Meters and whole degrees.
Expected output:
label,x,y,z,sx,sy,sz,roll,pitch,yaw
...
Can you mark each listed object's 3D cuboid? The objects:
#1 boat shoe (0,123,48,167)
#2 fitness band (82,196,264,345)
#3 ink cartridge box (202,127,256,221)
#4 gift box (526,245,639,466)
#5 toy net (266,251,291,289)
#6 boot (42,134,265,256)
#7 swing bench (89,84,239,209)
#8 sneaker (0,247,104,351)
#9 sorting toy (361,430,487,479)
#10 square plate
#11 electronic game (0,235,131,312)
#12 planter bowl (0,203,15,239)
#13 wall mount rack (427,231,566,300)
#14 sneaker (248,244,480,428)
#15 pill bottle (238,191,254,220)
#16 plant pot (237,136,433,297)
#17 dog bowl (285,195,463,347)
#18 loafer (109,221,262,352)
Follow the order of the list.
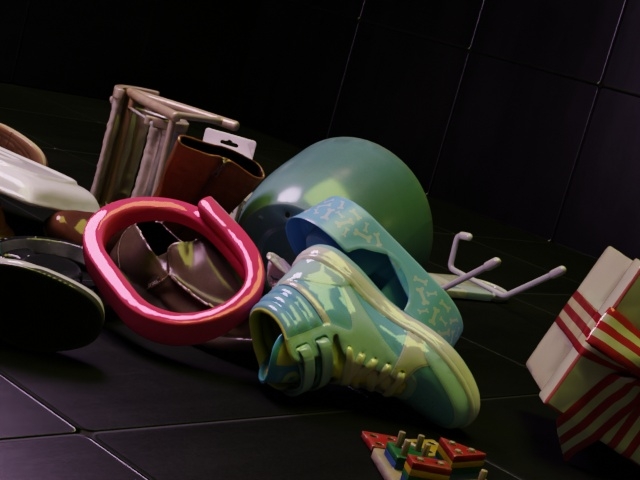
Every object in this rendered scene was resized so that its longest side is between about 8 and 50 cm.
label,x,y,z,sx,sy,sz,roll,pitch,yaw
boat shoe,-0.652,-0.179,2.371,0.342,0.123,0.123,13,9,24
fitness band,-0.200,0.032,1.656,0.209,0.054,0.291,-22,46,-25
ink cartridge box,-0.207,-0.116,2.455,0.115,0.198,0.067,15,10,1
gift box,0.439,0.189,1.654,0.255,0.276,0.258,29,6,-1
toy net,-0.003,0.105,1.744,0.232,0.045,0.122,40,11,-28
boot,-0.259,-0.054,1.861,0.264,0.280,0.096,20,47,-19
swing bench,-0.317,-0.137,2.241,0.254,0.253,0.165,23,12,38
sneaker,-0.402,0.047,1.510,0.295,0.124,0.178,14,19,-4
sorting toy,0.136,0.256,1.369,0.132,0.046,0.274,13,10,-14
square plate,-0.549,-0.130,1.976,0.347,0.049,0.344,23,3,8
electronic game,-0.377,0.050,1.699,0.229,0.048,0.229,12,19,-4
planter bowl,-0.549,-0.042,1.836,0.217,0.090,0.217,15,10,-3
wall mount rack,0.303,0.058,2.477,0.350,0.130,0.304,6,14,-41
sneaker,0.039,0.167,1.574,0.319,0.127,0.208,40,46,13
pill bottle,-0.137,-0.059,2.598,0.078,0.078,0.137,10,11,-29
plant pot,0.000,0.000,1.933,0.293,0.293,0.235,19,22,21
dog bowl,0.080,0.058,1.711,0.297,0.074,0.166,46,-21,5
loafer,-0.178,0.057,1.739,0.366,0.130,0.134,22,12,35
